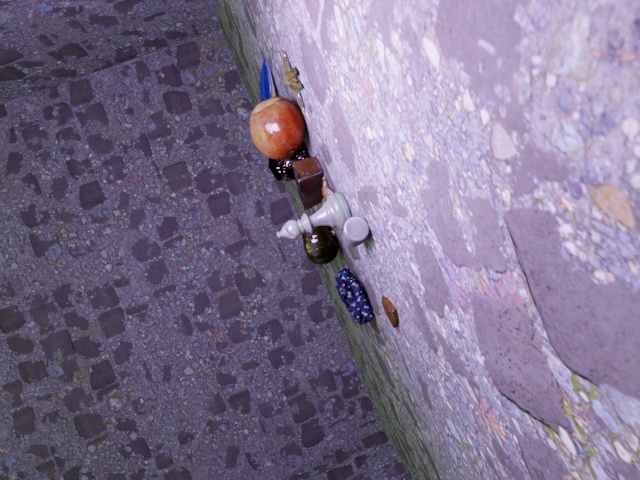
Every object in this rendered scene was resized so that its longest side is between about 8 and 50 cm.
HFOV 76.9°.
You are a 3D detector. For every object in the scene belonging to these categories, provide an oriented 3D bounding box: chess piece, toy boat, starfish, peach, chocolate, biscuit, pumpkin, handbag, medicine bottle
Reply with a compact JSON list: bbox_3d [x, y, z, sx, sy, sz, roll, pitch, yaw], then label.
[{"bbox_3d":[-0.030,-0.066,1.453,0.139,0.271,0.139,157,90,-83],"label":"chess piece"},{"bbox_3d":[-0.247,-0.719,1.970,0.129,0.087,0.296,-132,31,-59],"label":"toy boat"},{"bbox_3d":[0.043,-0.158,1.636,0.150,0.053,0.210,13,122,67],"label":"starfish"},{"bbox_3d":[-0.162,-0.429,1.604,0.257,0.232,0.232,61,179,-35],"label":"peach"},{"bbox_3d":[-0.095,-0.359,1.799,0.176,0.207,0.224,18,165,19],"label":"chocolate"},{"bbox_3d":[0.239,0.243,1.387,0.130,0.019,0.120,93,154,-75],"label":"biscuit"},{"bbox_3d":[0.003,0.000,1.941,0.238,0.159,0.238,-17,-90,-75],"label":"pumpkin"},{"bbox_3d":[0.146,0.249,1.799,0.261,0.113,0.162,63,-177,-25],"label":"handbag"},{"bbox_3d":[0.109,-0.024,1.294,0.130,0.080,0.081,100,147,-78],"label":"medicine bottle"},{"bbox_3d":[-0.099,-0.560,1.431,0.217,0.050,0.223,62,-178,-24],"label":"starfish"},{"bbox_3d":[-0.047,-0.246,1.747,0.321,0.111,0.112,82,166,-71],"label":"chocolate"}]
